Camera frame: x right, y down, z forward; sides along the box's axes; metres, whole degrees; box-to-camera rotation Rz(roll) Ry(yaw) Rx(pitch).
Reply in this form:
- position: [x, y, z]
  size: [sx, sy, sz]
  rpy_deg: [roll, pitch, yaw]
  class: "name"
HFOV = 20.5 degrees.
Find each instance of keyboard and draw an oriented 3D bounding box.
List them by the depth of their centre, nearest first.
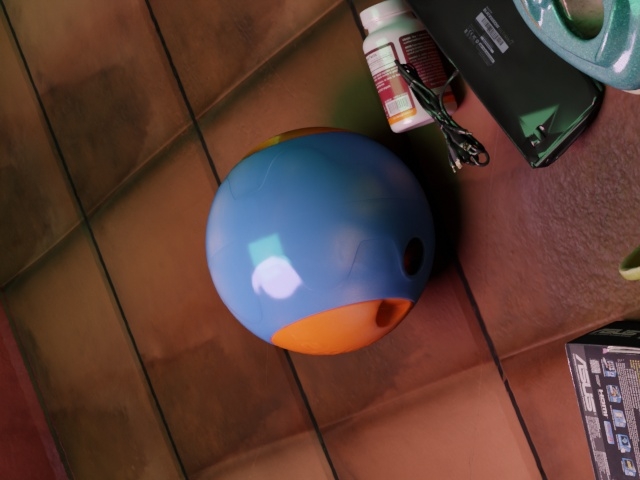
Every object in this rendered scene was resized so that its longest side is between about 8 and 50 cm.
- position: [0.177, -0.209, 2.029]
  size: [0.201, 0.033, 0.317]
  rpy_deg: [-46, 63, 25]
  class: "keyboard"

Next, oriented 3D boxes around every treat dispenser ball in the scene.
- position: [0.000, 0.000, 2.223]
  size: [0.288, 0.288, 0.288]
  rpy_deg: [33, 132, 46]
  class: "treat dispenser ball"

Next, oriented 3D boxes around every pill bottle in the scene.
- position: [0.103, -0.214, 2.143]
  size: [0.086, 0.086, 0.152]
  rpy_deg: [-21, 88, 59]
  class: "pill bottle"

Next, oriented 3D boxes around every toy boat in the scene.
- position: [0.270, -0.314, 1.767]
  size: [0.267, 0.148, 0.318]
  rpy_deg: [44, 139, 38]
  class: "toy boat"

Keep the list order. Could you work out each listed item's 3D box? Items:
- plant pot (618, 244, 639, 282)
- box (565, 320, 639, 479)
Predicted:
- position: [0.454, 0.064, 1.607]
  size: [0.254, 0.276, 0.276]
  rpy_deg: [59, 149, -2]
  class: "plant pot"
- position: [0.429, 0.288, 1.888]
  size: [0.318, 0.097, 0.395]
  rpy_deg: [0, 106, 59]
  class: "box"
